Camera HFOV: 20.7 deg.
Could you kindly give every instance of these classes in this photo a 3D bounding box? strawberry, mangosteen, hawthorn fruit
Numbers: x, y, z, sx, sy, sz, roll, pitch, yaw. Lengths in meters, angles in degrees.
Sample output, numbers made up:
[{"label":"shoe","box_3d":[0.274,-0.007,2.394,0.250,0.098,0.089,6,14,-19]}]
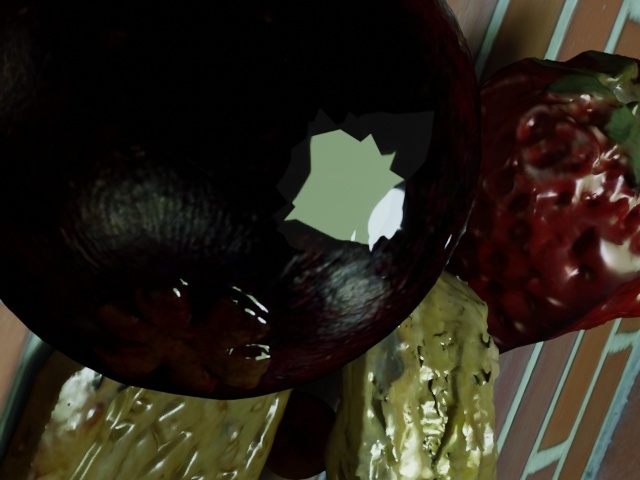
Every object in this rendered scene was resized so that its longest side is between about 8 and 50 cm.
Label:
[{"label":"strawberry","box_3d":[0.218,-0.021,1.767,0.345,0.295,0.317,-41,-165,35]},{"label":"mangosteen","box_3d":[-0.060,-0.079,0.993,0.307,0.307,0.347,86,5,-50]},{"label":"hawthorn fruit","box_3d":[-0.019,0.179,1.610,0.093,0.081,0.081,67,48,-86]}]

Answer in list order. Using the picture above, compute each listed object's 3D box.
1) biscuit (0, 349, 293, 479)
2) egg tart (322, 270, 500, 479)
[{"label":"biscuit","box_3d":[-0.124,0.157,1.331,0.359,0.046,0.359,-41,147,-34]},{"label":"egg tart","box_3d":[0.091,0.146,1.596,0.352,0.150,0.351,0,90,-83]}]
